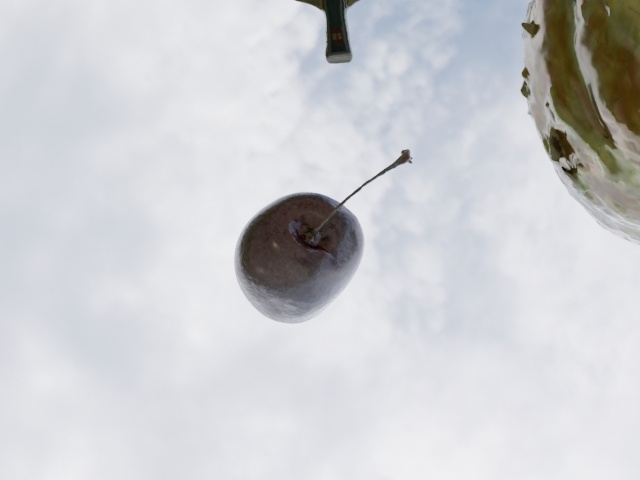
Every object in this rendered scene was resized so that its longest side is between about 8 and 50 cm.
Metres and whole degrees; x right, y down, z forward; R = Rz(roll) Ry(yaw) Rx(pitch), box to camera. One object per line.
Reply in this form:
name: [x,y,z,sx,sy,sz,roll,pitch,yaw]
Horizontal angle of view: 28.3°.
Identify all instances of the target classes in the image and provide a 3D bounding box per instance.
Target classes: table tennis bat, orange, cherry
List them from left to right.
cherry: [0.002,0.006,1.225,0.115,0.148,0.188,20,-135,43]
table tennis bat: [0.016,-0.362,1.784,0.174,0.022,0.301,-5,-127,3]
orange: [0.283,-0.112,0.746,0.329,0.329,0.249,-6,-102,29]
